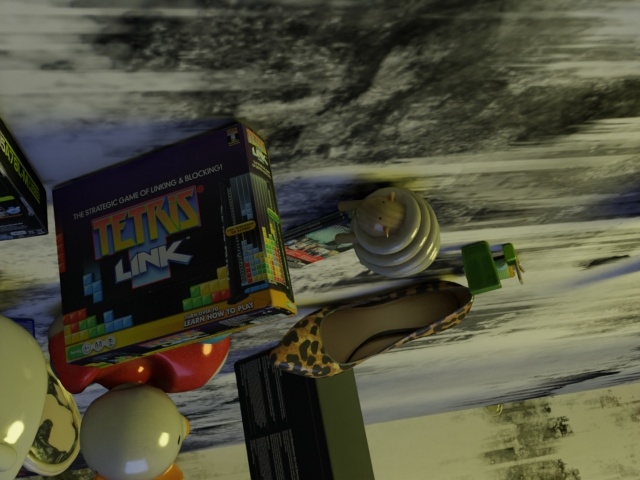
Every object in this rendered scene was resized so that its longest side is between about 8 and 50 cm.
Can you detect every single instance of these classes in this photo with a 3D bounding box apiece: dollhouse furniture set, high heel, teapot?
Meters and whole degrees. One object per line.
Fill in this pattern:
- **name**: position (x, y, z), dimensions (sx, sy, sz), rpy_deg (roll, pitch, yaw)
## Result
- **dollhouse furniture set**: position (0.218, 0.048, 1.036), dimensions (0.076, 0.058, 0.152), rpy_deg (-16, 160, 16)
- **high heel**: position (0.070, 0.108, 1.071), dimensions (0.261, 0.093, 0.186), rpy_deg (-11, 166, -38)
- **teapot**: position (-0.400, 0.157, 0.779), dimensions (0.256, 0.252, 0.187), rpy_deg (-36, 132, 18)

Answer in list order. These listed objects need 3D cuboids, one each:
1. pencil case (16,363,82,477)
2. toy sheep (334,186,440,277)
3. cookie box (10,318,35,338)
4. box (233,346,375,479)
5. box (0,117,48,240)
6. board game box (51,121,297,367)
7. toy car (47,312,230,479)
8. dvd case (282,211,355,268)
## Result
- **pencil case**: position (-0.533, 0.283, 1.144), dimensions (0.410, 0.159, 0.183), rpy_deg (-17, 175, 18)
- **toy sheep**: position (0.068, -0.006, 0.762), dimensions (0.091, 0.091, 0.132), rpy_deg (-18, 156, 21)
- **cookie box**: position (-0.363, 0.155, 0.946), dimensions (0.040, 0.107, 0.092), rpy_deg (7, 155, -42)
- **box**: position (-0.028, 0.301, 1.316), dimensions (0.103, 0.261, 0.184), rpy_deg (9, 154, -44)
- **box**: position (-0.294, -0.040, 0.529), dimensions (0.191, 0.045, 0.184), rpy_deg (-8, 159, -6)
- **board game box**: position (-0.112, 0.007, 0.607), dimensions (0.170, 0.141, 0.048), rpy_deg (-17, 162, 17)
- **toy car**: position (-0.196, 0.188, 0.935), dimensions (0.210, 0.238, 0.219), rpy_deg (0, 159, -29)
- **dvd case**: position (0.000, 0.000, 0.849), dimensions (0.119, 0.013, 0.087), rpy_deg (-20, 159, 27)
